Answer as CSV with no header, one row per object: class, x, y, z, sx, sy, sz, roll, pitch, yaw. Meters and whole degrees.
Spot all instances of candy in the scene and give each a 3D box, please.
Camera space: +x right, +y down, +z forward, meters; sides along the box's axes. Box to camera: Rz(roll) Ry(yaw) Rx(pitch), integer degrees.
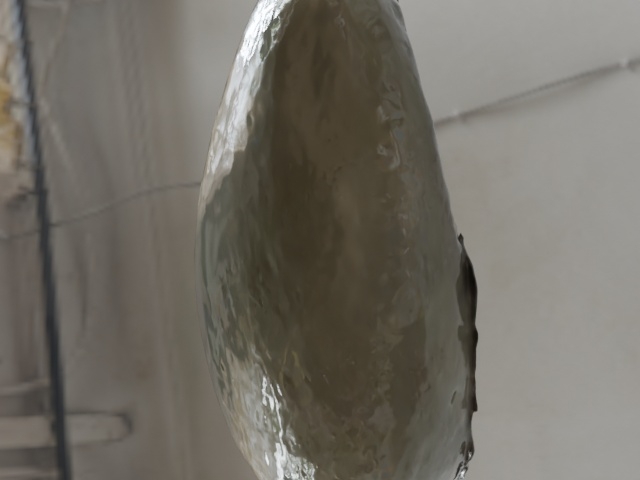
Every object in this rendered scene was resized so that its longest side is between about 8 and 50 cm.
candy,0.000,0.000,1.210,0.386,0.186,0.427,-107,-163,-57
